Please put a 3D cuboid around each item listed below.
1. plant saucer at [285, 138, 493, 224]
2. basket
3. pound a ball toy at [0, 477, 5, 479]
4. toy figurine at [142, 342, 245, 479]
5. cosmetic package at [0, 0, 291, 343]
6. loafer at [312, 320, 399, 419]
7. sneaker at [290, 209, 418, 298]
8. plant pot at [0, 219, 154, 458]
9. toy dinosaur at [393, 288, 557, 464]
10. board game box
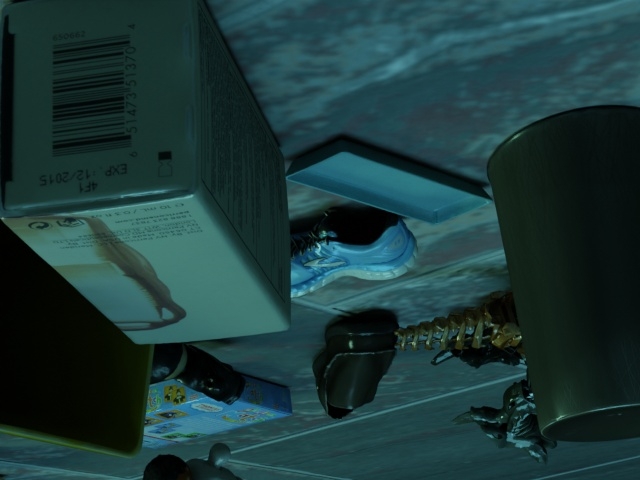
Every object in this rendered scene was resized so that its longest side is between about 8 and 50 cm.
[{"bbox_3d":[0.058,-0.047,1.317,0.067,0.018,0.192,-22,154,39],"label":"plant saucer"},{"bbox_3d":[0.224,0.037,1.285,0.154,0.227,0.204,-6,160,0],"label":"basket"},{"bbox_3d":[-0.565,0.365,2.128,0.319,0.135,0.208,2,159,-18],"label":"pound a ball toy"},{"bbox_3d":[-0.191,0.211,1.689,0.213,0.209,0.148,-17,152,28],"label":"toy figurine"},{"bbox_3d":[-0.110,-0.040,1.096,0.129,0.153,0.296,-7,159,8],"label":"cosmetic package"},{"bbox_3d":[0.042,0.144,1.755,0.080,0.078,0.220,-3,160,-8],"label":"loafer"},{"bbox_3d":[0.000,0.000,1.398,0.162,0.063,0.073,-12,142,6],"label":"sneaker"},{"bbox_3d":[-0.264,0.049,1.246,0.187,0.212,0.212,-3,164,31],"label":"plant pot"},{"bbox_3d":[0.224,0.093,1.636,0.322,0.164,0.218,20,139,-14],"label":"toy dinosaur"},{"bbox_3d":[-0.165,0.204,1.927,0.211,0.039,0.160,-16,158,28],"label":"board game box"}]
